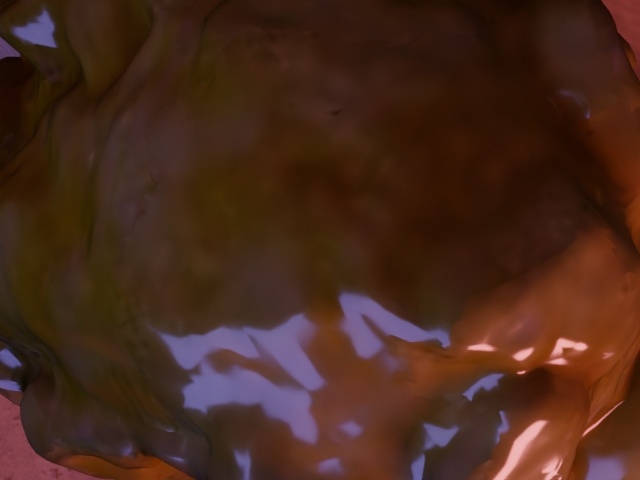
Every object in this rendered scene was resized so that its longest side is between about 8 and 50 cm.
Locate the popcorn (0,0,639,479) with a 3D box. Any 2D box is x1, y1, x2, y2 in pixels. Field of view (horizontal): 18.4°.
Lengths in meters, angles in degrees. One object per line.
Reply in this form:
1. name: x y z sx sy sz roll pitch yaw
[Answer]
1. popcorn: 0.000 0.000 0.655 0.286 0.215 0.252 8 141 56
